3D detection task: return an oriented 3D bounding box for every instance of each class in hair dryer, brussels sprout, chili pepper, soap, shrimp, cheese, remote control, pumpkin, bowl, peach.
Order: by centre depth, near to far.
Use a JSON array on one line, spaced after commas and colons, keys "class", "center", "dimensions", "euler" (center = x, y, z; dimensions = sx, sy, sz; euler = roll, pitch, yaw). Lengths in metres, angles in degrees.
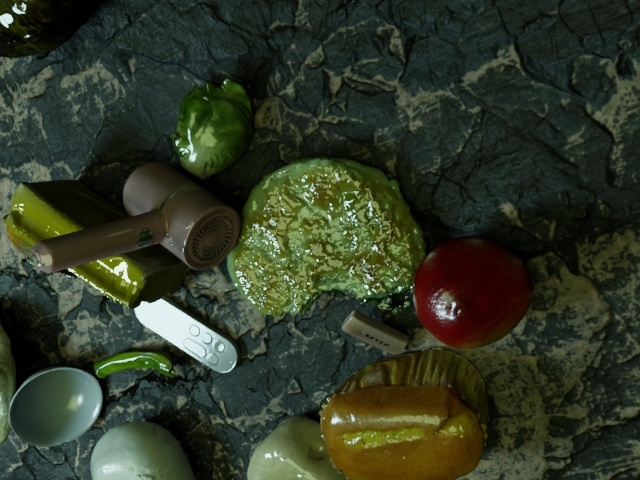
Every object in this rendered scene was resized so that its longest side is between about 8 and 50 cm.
[{"class": "peach", "center": [0.234, 0.082, 1.157], "dimensions": [0.197, 0.197, 0.198], "euler": [4, 103, 19]}, {"class": "hair dryer", "center": [-0.334, -0.025, 1.238], "dimensions": [0.210, 0.352, 0.125], "euler": [34, 126, 34]}, {"class": "brussels sprout", "center": [-0.194, -0.198, 1.313], "dimensions": [0.139, 0.100, 0.181], "euler": [23, 91, -2]}, {"class": "pumpkin", "center": [-0.541, -0.493, 1.321], "dimensions": [0.320, 0.192, 0.321], "euler": [5, 103, 22]}, {"class": "cheese", "center": [-0.040, 0.442, 1.371], "dimensions": [0.235, 0.117, 0.218], "euler": [-14, 99, 29]}, {"class": "soap", "center": [-0.413, -0.001, 1.380], "dimensions": [0.314, 0.199, 0.091], "euler": [33, 104, 13]}, {"class": "remote control", "center": [-0.266, 0.180, 1.455], "dimensions": [0.244, 0.022, 0.077], "euler": [30, 108, 11]}, {"class": "cheese", "center": [-0.363, 0.457, 1.478], "dimensions": [0.198, 0.154, 0.189], "euler": [-17, 113, 18]}, {"class": "shrimp", "center": [-0.518, 0.028, 1.482], "dimensions": [0.248, 0.068, 0.150], "euler": [20, 147, 7]}, {"class": "chili pepper", "center": [-0.374, 0.249, 1.496], "dimensions": [0.201, 0.050, 0.052], "euler": [-7, 115, 24]}, {"class": "bowl", "center": [-0.562, 0.331, 1.545], "dimensions": [0.086, 0.189, 0.189], "euler": [36, 117, 52]}]

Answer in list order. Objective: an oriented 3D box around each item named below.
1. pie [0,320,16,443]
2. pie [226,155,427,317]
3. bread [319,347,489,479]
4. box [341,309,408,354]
[{"class": "pie", "center": [-0.737, 0.305, 1.594], "dimensions": [0.337, 0.075, 0.338], "euler": [6, 99, 43]}, {"class": "pie", "center": [0.000, 0.000, 1.291], "dimensions": [0.371, 0.078, 0.297], "euler": [-7, 99, 20]}, {"class": "bread", "center": [0.145, 0.313, 1.261], "dimensions": [0.288, 0.156, 0.204], "euler": [-10, 100, 20]}, {"class": "box", "center": [0.096, 0.163, 1.289], "dimensions": [0.115, 0.025, 0.048], "euler": [27, 138, -11]}]
